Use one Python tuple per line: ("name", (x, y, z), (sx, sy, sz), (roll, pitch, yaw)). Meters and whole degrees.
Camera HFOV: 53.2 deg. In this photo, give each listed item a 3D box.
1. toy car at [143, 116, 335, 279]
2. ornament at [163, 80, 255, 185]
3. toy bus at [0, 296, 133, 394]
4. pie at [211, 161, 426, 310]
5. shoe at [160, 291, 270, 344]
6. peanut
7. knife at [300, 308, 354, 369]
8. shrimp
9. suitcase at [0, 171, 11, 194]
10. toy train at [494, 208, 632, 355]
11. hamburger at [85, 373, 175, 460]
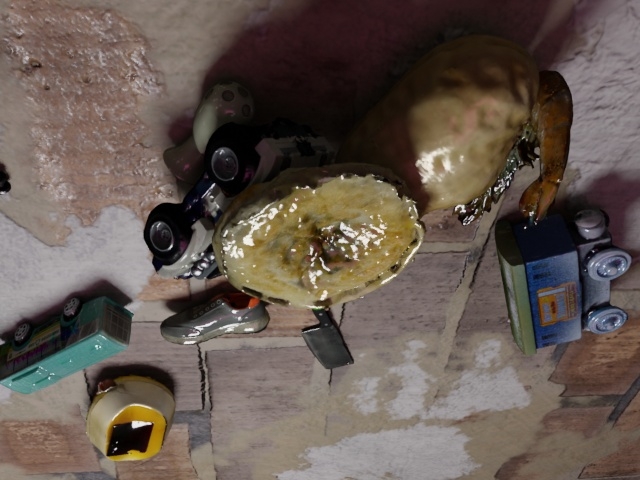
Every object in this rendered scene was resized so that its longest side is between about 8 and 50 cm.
("toy car", (-0.115, -0.046, 0.894), (0.301, 0.118, 0.193), (-45, 166, 27))
("ornament", (-0.147, -0.147, 0.869), (0.075, 0.081, 0.156), (33, 126, -22))
("toy bus", (-0.453, 0.183, 1.121), (0.262, 0.109, 0.091), (-27, 137, 18))
("pie", (0.000, 0.000, 0.817), (0.274, 0.055, 0.274), (-6, 138, -5))
("shoe", (-0.189, 0.128, 1.133), (0.194, 0.074, 0.077), (-7, 122, -5))
("peanut", (0.134, -0.113, 0.876), (0.192, 0.169, 0.387), (33, 125, -21))
("knife", (0.002, 0.186, 1.242), (0.072, 0.019, 0.245), (-15, 135, 8))
("shrimp", (0.266, -0.086, 0.890), (0.054, 0.222, 0.290), (11, 139, -13))
("suitcase", (-0.614, -0.101, 0.803), (0.335, 0.152, 0.229), (-3, 132, -1))
("toy train", (0.421, 0.075, 1.118), (0.202, 0.131, 0.299), (-15, 133, 9))
("hamburger", (-0.383, 0.355, 1.291), (0.173, 0.116, 0.210), (1, 129, -20))
